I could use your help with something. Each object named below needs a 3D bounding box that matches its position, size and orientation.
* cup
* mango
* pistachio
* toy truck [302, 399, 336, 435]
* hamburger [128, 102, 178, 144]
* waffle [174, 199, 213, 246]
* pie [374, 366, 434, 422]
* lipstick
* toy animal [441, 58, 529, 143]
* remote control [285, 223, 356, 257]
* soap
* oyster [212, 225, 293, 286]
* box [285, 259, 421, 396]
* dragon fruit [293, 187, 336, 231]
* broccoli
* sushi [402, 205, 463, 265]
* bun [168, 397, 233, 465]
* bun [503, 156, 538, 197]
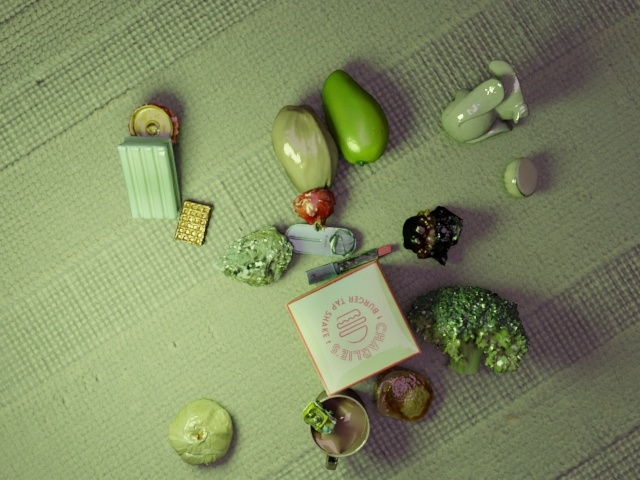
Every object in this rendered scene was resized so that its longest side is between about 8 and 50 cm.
[{"bbox_3d":[0.055,0.609,1.792,0.191,0.200,0.253,9,87,2],"label":"cup"},{"bbox_3d":[0.113,-0.421,1.853,0.192,0.156,0.343,-23,85,-2],"label":"mango"},{"bbox_3d":[-0.052,-0.293,1.836,0.226,0.207,0.332,-13,106,43],"label":"pistachio"},{"bbox_3d":[-0.001,0.543,1.657,0.111,0.077,0.076,40,89,3],"label":"toy truck"},{"bbox_3d":[-0.561,-0.382,1.872,0.175,0.137,0.176,0,96,-2],"label":"hamburger"},{"bbox_3d":[-0.439,-0.061,1.905,0.102,0.042,0.148,14,88,0],"label":"waffle"},{"bbox_3d":[0.280,0.523,1.850,0.205,0.084,0.179,14,88,-2],"label":"pie"},{"bbox_3d":[0.101,0.080,1.888,0.312,0.051,0.051,-19,86,-2],"label":"lipstick"},{"bbox_3d":[0.533,-0.431,1.819,0.264,0.271,0.206,-23,62,13],"label":"toy animal"},{"bbox_3d":[0.000,0.000,1.890,0.247,0.052,0.104,7,89,1],"label":"remote control"},{"bbox_3d":[-0.563,-0.206,1.826,0.159,0.088,0.266,0,123,1],"label":"soap"},{"bbox_3d":[-0.219,0.065,1.859,0.267,0.112,0.198,-41,81,11],"label":"oyster"},{"bbox_3d":[0.100,0.265,1.755,0.314,0.300,0.313,-26,88,1],"label":"box"},{"bbox_3d":[-0.010,-0.094,1.830,0.152,0.153,0.111,-18,64,0],"label":"dragon fruit"},{"bbox_3d":[0.488,0.286,1.772,0.338,0.277,0.318,-28,107,8],"label":"broccoli"},{"bbox_3d":[0.356,-0.021,1.837,0.150,0.153,0.172,8,108,-18],"label":"sushi"},{"bbox_3d":[-0.398,0.646,1.832,0.220,0.134,0.221,0,84,0],"label":"bun"},{"bbox_3d":[0.668,-0.212,1.869,0.138,0.094,0.138,-1,92,-36],"label":"bun"}]
